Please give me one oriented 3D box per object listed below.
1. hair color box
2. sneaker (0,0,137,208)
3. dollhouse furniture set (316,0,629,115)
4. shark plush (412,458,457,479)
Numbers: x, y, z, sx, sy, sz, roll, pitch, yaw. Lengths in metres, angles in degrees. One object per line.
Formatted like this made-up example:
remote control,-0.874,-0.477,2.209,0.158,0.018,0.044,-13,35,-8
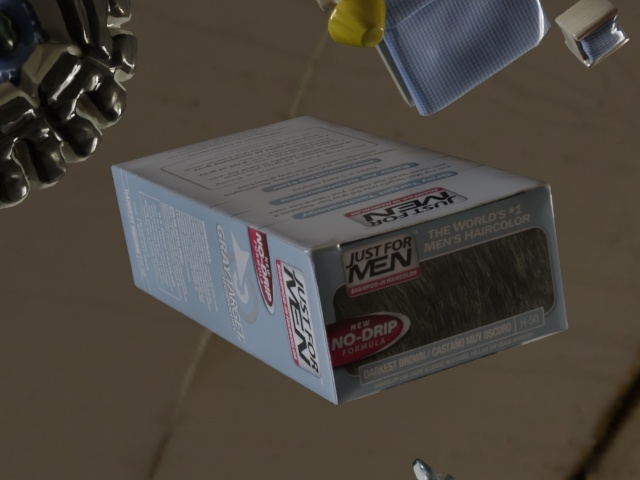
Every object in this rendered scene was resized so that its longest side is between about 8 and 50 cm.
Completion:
hair color box,0.000,0.000,1.340,0.185,0.374,0.114,-16,-73,-23
sneaker,-0.211,-0.009,0.576,0.147,0.330,0.130,5,-57,44
dollhouse furniture set,0.180,-0.150,1.312,0.303,0.198,0.286,-34,-40,-3
shark plush,0.133,0.265,1.740,0.067,0.161,0.073,11,-82,-27
